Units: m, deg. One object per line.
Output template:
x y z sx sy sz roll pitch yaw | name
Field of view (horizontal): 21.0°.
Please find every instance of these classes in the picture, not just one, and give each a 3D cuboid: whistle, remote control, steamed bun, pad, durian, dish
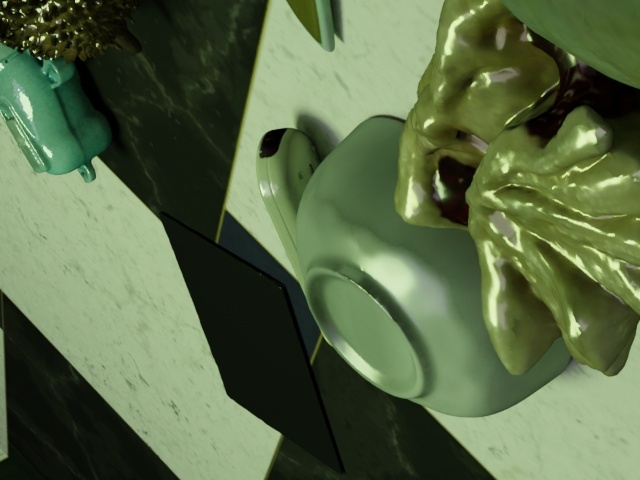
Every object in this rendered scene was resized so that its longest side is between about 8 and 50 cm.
-0.301 -0.175 1.736 0.274 0.093 0.186 60 155 -13 | whistle
0.000 0.000 1.478 0.042 0.078 0.221 -6 127 23 | remote control
0.153 -0.053 1.010 0.247 0.189 0.428 38 154 8 | steamed bun
-0.072 0.113 1.852 0.202 0.005 0.299 30 149 40 | pad
-0.218 -0.225 1.465 0.196 0.167 0.196 47 -178 -2 | durian
0.072 0.039 1.353 0.256 0.117 0.256 39 153 24 | dish

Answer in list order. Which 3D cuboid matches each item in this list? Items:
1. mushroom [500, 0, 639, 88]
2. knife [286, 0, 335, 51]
0.163 -0.217 0.652 0.352 0.260 0.352 47 157 27 | mushroom
-0.042 -0.260 1.201 0.061 0.027 0.343 32 155 37 | knife
